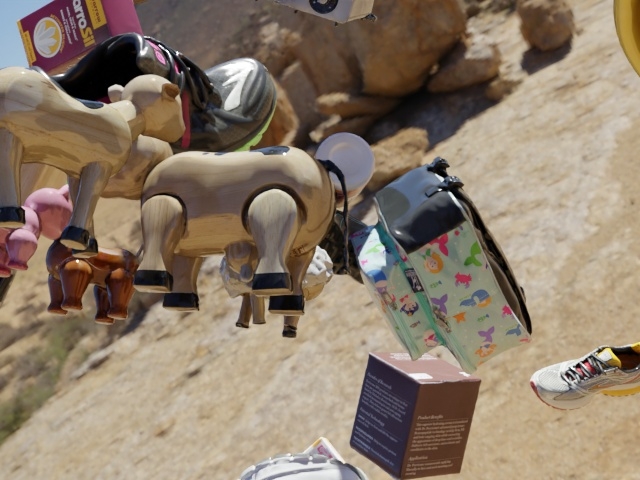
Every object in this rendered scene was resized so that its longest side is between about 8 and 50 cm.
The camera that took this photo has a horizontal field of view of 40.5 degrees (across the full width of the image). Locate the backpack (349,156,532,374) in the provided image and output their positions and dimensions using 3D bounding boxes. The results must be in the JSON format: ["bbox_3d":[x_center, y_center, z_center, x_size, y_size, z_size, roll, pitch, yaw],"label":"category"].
[{"bbox_3d":[0.163,0.051,1.147,0.191,0.253,0.225,-36,18,7],"label":"backpack"}]

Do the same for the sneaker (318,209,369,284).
[{"bbox_3d":[0.000,0.000,1.240,0.106,0.267,0.101,40,104,46],"label":"sneaker"}]

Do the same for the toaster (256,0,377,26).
[{"bbox_3d":[0.001,-0.404,1.326,0.168,0.110,0.185,21,22,11],"label":"toaster"}]

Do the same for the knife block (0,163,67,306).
[{"bbox_3d":[-0.393,-0.017,1.082,0.275,0.242,0.088,-18,1,5],"label":"knife block"}]

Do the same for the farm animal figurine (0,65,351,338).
[{"bbox_3d":[-0.132,-0.040,0.721,0.326,0.172,0.330,6,-17,-6],"label":"farm animal figurine"}]

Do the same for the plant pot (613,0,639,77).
[{"bbox_3d":[0.328,-0.210,0.506,0.254,0.254,0.239,-8,53,57],"label":"plant pot"}]

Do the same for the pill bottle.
[{"bbox_3d":[0.024,-0.096,1.274,0.086,0.086,0.152,-33,-5,-15],"label":"pill bottle"}]

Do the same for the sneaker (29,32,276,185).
[{"bbox_3d":[-0.243,-0.218,1.338,0.185,0.202,0.483,36,39,28],"label":"sneaker"}]

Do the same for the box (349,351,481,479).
[{"bbox_3d":[0.186,0.343,1.716,0.168,0.203,0.167,6,10,-36],"label":"box"}]

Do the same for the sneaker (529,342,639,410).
[{"bbox_3d":[0.462,0.221,1.482,0.225,0.093,0.088,-12,45,-14],"label":"sneaker"}]

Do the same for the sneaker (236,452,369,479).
[{"bbox_3d":[-0.079,0.324,0.932,0.297,0.111,0.129,-25,47,11],"label":"sneaker"}]

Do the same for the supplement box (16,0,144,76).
[{"bbox_3d":[-0.387,-0.336,1.395,0.188,0.104,0.081,-17,-2,30],"label":"supplement box"}]

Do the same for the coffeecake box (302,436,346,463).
[{"bbox_3d":[-0.017,0.537,1.853,0.185,0.142,0.068,-41,-19,-2],"label":"coffeecake box"}]

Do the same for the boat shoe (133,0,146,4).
[{"bbox_3d":[-0.373,-0.445,1.561,0.178,0.060,0.064,-13,-43,-49],"label":"boat shoe"}]
